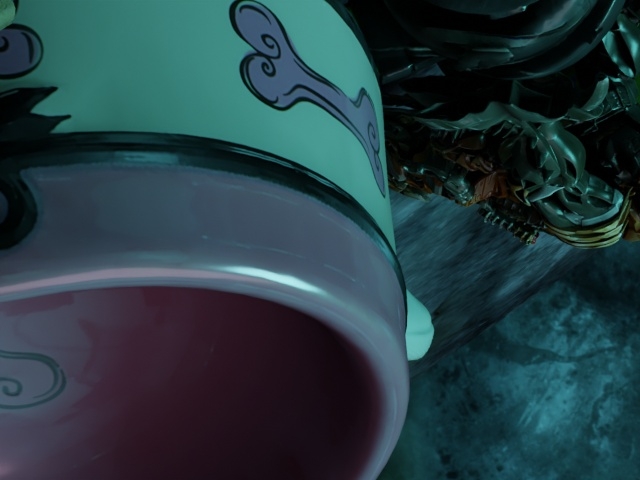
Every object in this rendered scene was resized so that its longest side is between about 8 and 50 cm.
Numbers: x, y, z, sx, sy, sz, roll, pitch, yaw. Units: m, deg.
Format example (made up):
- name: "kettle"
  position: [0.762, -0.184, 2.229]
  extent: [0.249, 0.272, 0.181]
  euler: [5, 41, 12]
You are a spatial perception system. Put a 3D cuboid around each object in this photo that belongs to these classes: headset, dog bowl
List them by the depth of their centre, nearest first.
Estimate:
- name: "dog bowl"
  position: [-0.143, 0.055, 0.755]
  extent: [0.408, 0.150, 0.408]
  euler: [-15, 147, -10]
- name: "headset"
  position: [0.098, -0.139, 0.880]
  extent: [0.394, 0.185, 0.243]
  euler: [-24, 167, 4]

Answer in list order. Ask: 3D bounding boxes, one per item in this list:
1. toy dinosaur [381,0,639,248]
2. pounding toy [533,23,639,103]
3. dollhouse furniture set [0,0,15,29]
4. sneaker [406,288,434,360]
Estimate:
- name: "toy dinosaur"
  position: [0.160, -0.071, 1.141]
  extent: [0.322, 0.164, 0.218]
  euler: [-5, 139, 19]
- name: "pounding toy"
  position: [0.188, -0.127, 1.264]
  extent: [0.237, 0.110, 0.183]
  euler: [-120, -131, -70]
- name: "dollhouse furniture set"
  position: [-0.112, -0.170, 0.482]
  extent: [0.259, 0.135, 0.262]
  euler: [-38, 172, -40]
- name: "sneaker"
  position: [0.000, 0.000, 0.982]
  extent: [0.212, 0.080, 0.094]
  euler: [26, 85, -45]
